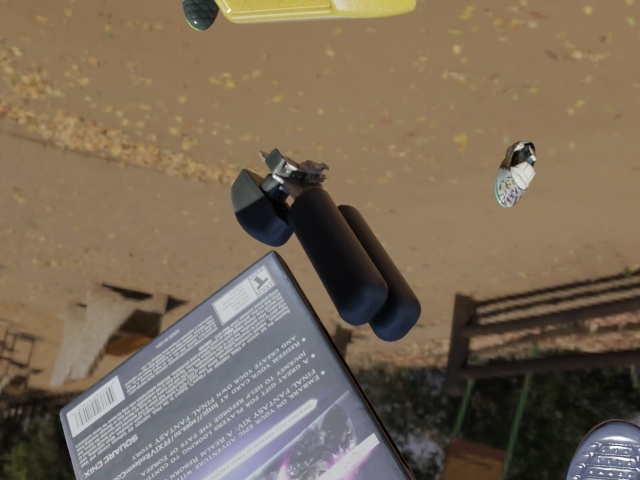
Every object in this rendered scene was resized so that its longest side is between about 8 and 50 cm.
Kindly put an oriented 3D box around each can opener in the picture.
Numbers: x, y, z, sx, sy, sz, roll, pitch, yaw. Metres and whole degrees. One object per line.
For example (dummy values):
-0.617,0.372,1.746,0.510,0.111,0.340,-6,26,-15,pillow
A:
0.000,0.000,0.824,0.074,0.093,0.280,26,-165,-33,can opener

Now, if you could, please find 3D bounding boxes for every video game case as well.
-0.053,0.149,0.574,0.196,0.274,0.026,-37,135,3,video game case

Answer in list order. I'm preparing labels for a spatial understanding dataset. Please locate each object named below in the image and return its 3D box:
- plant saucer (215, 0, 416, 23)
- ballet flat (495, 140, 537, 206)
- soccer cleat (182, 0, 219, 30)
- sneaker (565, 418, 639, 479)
-0.083,-0.392,1.158,0.332,0.081,0.333,13,145,48,plant saucer
0.222,-0.080,1.049,0.041,0.114,0.041,10,127,14,ballet flat
-0.167,-0.404,1.421,0.060,0.179,0.072,20,157,-25,soccer cleat
0.184,0.164,0.595,0.053,0.059,0.144,8,123,21,sneaker
